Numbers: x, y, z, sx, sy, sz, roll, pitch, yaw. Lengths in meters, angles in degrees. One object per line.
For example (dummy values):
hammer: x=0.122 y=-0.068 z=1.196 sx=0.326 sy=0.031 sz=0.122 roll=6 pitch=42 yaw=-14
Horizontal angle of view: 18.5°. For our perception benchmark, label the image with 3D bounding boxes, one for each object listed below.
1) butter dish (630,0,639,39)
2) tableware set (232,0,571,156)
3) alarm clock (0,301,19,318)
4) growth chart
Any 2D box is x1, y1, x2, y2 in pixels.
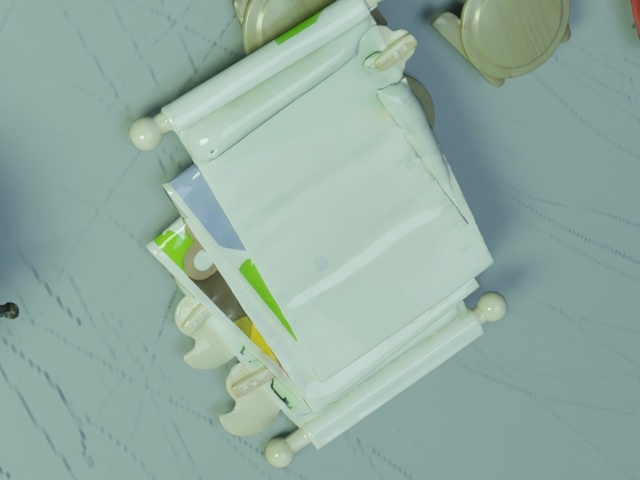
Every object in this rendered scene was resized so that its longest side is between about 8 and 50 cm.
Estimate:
butter dish: x=0.237 y=-0.170 z=0.975 sx=0.160 sy=0.118 sz=0.160 roll=-27 pitch=125 yaw=-17
tableware set: x=0.043 y=-0.107 z=0.951 sx=0.169 sy=0.020 sz=0.141 roll=-41 pitch=125 yaw=-7
alarm clock: x=-0.232 y=0.034 z=0.825 sx=0.192 sy=0.064 sz=0.129 roll=-32 pitch=126 yaw=-17
growth chart: x=0.000 y=0.000 z=0.960 sx=0.172 sy=0.021 sz=0.237 roll=-27 pitch=126 yaw=-6
